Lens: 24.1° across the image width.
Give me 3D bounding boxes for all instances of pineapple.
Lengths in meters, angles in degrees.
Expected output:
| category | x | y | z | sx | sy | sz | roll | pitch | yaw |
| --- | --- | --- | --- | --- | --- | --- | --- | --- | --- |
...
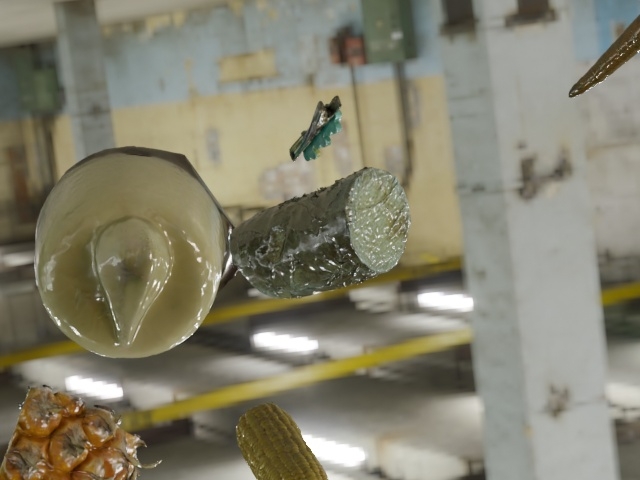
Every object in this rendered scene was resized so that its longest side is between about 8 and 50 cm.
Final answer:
| category | x | y | z | sx | sy | sz | roll | pitch | yaw |
| --- | --- | --- | --- | --- | --- | --- | --- | --- | --- |
| pineapple | -0.351 | 0.383 | 2.000 | 0.209 | 0.286 | 0.344 | 19 | 156 | -5 |

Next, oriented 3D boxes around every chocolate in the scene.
| category | x | y | z | sx | sy | sz | roll | pitch | yaw |
| --- | --- | --- | --- | --- | --- | --- | --- | --- | --- |
| chocolate | -0.295 | 0.048 | 2.353 | 0.314 | 0.326 | 0.297 | -30 | -153 | 5 |

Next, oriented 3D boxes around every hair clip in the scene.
| category | x | y | z | sx | sy | sz | roll | pitch | yaw |
| --- | --- | --- | --- | --- | --- | --- | --- | --- | --- |
| hair clip | -0.002 | -0.149 | 2.074 | 0.049 | 0.049 | 0.173 | -10 | 163 | -22 |

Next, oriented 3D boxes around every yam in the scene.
| category | x | y | z | sx | sy | sz | roll | pitch | yaw |
| --- | --- | --- | --- | --- | --- | --- | --- | --- | --- |
| yam | 0.000 | 0.000 | 1.471 | 0.183 | 0.107 | 0.107 | -18 | 179 | 41 |

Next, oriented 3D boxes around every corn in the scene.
| category | x | y | z | sx | sy | sz | roll | pitch | yaw |
| --- | --- | --- | --- | --- | --- | --- | --- | --- | --- |
| corn | -0.046 | 0.263 | 1.799 | 0.080 | 0.080 | 0.238 | -10 | -160 | -16 |

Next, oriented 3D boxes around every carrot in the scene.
| category | x | y | z | sx | sy | sz | roll | pitch | yaw |
| --- | --- | --- | --- | --- | --- | --- | --- | --- | --- |
| carrot | 0.376 | -0.243 | 1.716 | 0.254 | 0.049 | 0.049 | -41 | 168 | 32 |
